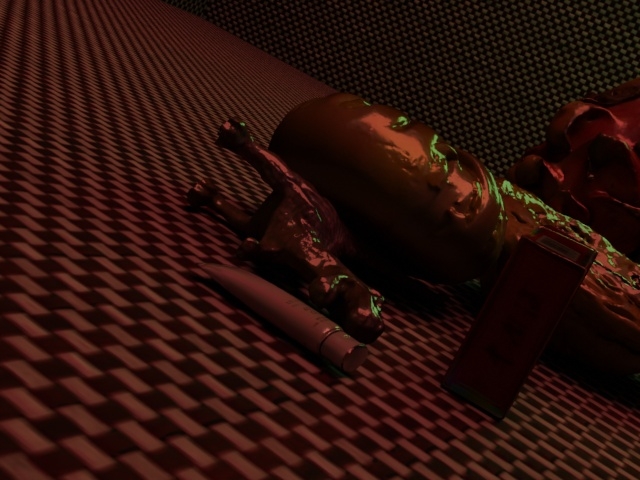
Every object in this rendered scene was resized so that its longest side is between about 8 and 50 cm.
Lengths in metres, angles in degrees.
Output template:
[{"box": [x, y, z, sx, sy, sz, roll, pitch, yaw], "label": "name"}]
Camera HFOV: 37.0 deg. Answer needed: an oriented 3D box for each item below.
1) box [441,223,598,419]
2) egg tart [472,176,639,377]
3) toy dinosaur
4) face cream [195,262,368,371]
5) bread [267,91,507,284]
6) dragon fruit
[{"box": [0.143, 0.048, 0.665, 0.048, 0.112, 0.175, 29, 11, 15], "label": "box"}, {"box": [0.234, 0.046, 0.911, 0.290, 0.107, 0.291, 31, 13, -8], "label": "egg tart"}, {"box": [-0.003, 0.004, 0.704, 0.199, 0.072, 0.251, 39, 1, 8], "label": "toy dinosaur"}, {"box": [-0.023, 0.040, 0.555, 0.115, 0.020, 0.038, 30, 12, 29], "label": "face cream"}, {"box": [0.059, -0.044, 0.803, 0.213, 0.105, 0.213, 25, -15, 7], "label": "bread"}, {"box": [0.370, -0.069, 1.254, 0.262, 0.314, 0.296, -5, 64, -23], "label": "dragon fruit"}]
